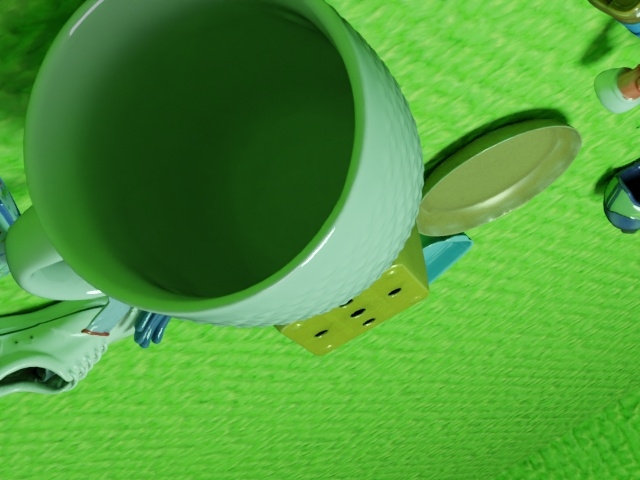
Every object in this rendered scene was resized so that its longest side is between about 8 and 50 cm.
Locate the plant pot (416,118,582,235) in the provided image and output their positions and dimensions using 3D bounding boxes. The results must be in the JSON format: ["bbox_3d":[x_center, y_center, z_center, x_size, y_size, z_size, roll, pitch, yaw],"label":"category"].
[{"bbox_3d":[0.215,-0.083,1.762,0.236,0.032,0.236,-23,158,-10],"label":"plant pot"}]

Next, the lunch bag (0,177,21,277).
[{"bbox_3d":[-0.327,0.000,1.253,0.128,0.096,0.151,-25,149,-5],"label":"lunch bag"}]

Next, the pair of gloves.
[{"bbox_3d":[-0.180,0.046,1.548,0.159,0.023,0.198,-55,157,6],"label":"pair of gloves"}]

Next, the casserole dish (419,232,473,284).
[{"bbox_3d":[0.125,0.033,1.915,0.114,0.037,0.188,-2,147,-45],"label":"casserole dish"}]

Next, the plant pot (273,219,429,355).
[{"bbox_3d":[0.000,0.000,1.497,0.212,0.187,0.212,-29,158,8],"label":"plant pot"}]

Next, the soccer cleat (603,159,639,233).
[{"bbox_3d":[0.537,-0.099,2.009,0.289,0.093,0.121,-23,151,-10],"label":"soccer cleat"}]

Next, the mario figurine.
[{"bbox_3d":[0.385,-0.241,1.537,0.198,0.170,0.320,3,161,30],"label":"mario figurine"}]

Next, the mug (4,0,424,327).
[{"bbox_3d":[-0.093,-0.043,1.200,0.374,0.276,0.328,-25,167,13],"label":"mug"}]

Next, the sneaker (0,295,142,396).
[{"bbox_3d":[-0.289,0.124,1.577,0.258,0.091,0.094,-16,156,-29],"label":"sneaker"}]
